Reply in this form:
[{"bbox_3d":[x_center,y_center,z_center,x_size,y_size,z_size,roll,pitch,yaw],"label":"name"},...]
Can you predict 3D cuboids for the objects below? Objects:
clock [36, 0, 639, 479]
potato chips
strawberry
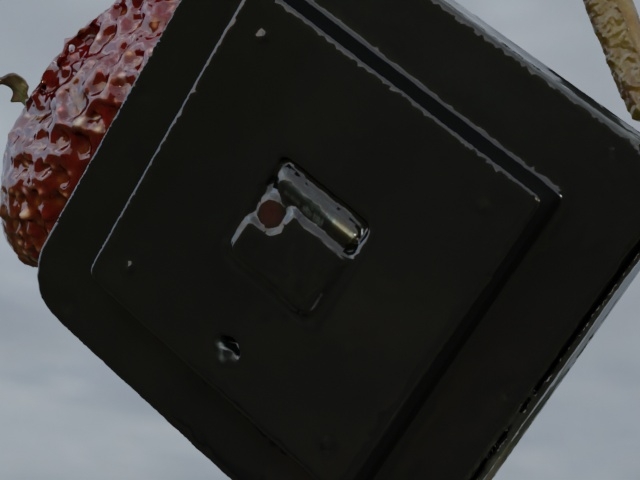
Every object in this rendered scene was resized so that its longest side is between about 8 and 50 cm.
[{"bbox_3d":[0.000,0.000,0.794,0.279,0.273,0.049,39,21,21],"label":"clock"},{"bbox_3d":[0.135,-0.147,0.814,0.037,0.204,0.026,-8,-20,-46],"label":"potato chips"},{"bbox_3d":[-0.148,-0.109,1.428,0.344,0.292,0.292,-15,-22,6],"label":"strawberry"}]
